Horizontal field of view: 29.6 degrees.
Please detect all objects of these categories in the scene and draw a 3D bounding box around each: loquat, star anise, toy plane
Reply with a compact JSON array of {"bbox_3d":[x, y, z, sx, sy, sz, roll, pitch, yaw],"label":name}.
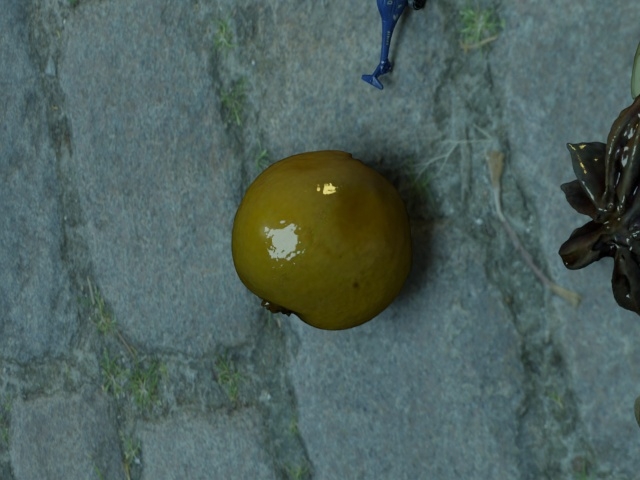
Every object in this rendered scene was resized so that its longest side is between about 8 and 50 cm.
[{"bbox_3d":[0.000,0.000,1.365,0.208,0.208,0.208,7,100,45],"label":"loquat"},{"bbox_3d":[0.302,-0.026,1.110,0.229,0.093,0.236,7,118,47],"label":"star anise"},{"bbox_3d":[0.076,-0.255,1.362,0.054,0.062,0.167,32,127,38],"label":"toy plane"}]

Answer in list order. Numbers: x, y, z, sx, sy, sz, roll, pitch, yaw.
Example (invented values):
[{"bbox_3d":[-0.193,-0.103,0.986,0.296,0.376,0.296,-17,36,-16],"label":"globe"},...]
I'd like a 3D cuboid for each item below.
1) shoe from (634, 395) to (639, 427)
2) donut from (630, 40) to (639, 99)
[{"bbox_3d":[0.375,0.133,1.085,0.180,0.092,0.089,-8,122,24],"label":"shoe"},{"bbox_3d":[0.358,-0.167,1.076,0.166,0.065,0.108,20,112,45],"label":"donut"}]
